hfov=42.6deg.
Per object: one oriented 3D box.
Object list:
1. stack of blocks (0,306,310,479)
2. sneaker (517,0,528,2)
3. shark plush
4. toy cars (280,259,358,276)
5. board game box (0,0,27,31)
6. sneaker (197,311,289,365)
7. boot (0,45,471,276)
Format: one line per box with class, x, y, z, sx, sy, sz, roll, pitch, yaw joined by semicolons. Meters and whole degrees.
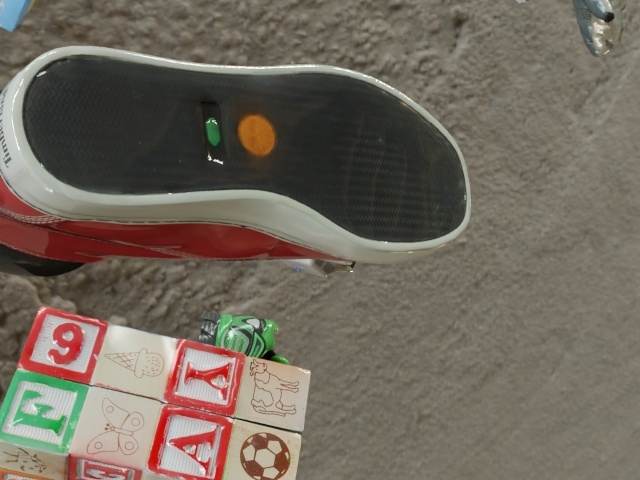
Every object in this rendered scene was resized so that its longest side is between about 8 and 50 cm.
stack of blocks;-0.129;0.176;0.588;0.297;0.171;0.087;116;-14;-52
sneaker;0.308;-0.379;1.060;0.153;0.235;0.094;-20;103;10
shark plush;0.246;-0.258;0.808;0.161;0.067;0.073;46;65;-4
toy cars;0.000;0.000;1.100;0.176;0.393;0.087;24;77;-7
board game box;-0.531;-0.550;1.550;0.064;0.316;0.242;27;113;-20
sneaker;-0.125;0.279;1.456;0.134;0.146;0.343;-81;170;-53
boot;-0.058;-0.021;0.424;0.244;0.176;0.088;5;74;-33
